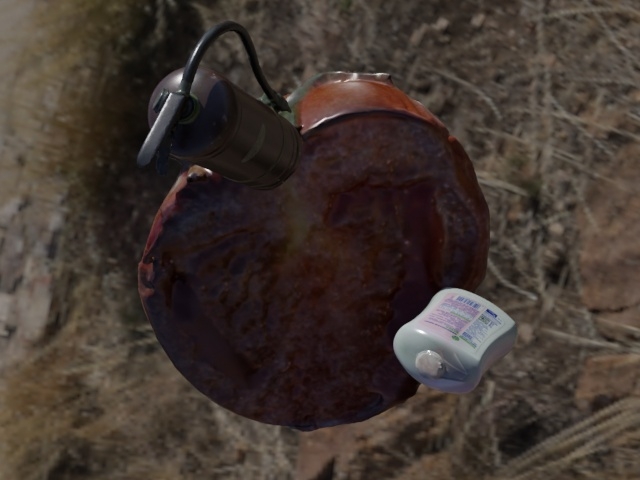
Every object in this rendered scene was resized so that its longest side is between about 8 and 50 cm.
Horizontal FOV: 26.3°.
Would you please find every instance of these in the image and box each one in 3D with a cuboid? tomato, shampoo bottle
[{"bbox_3d":[-0.002,-0.005,1.151,0.309,0.309,0.170,-49,23,24],"label":"tomato"},{"bbox_3d":[0.098,0.076,1.018,0.072,0.099,0.043,28,119,16],"label":"shampoo bottle"}]

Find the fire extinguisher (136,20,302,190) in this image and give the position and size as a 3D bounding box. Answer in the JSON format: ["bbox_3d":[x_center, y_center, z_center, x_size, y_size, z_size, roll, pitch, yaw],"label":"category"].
[{"bbox_3d":[-0.046,-0.062,0.660,0.045,0.157,0.078,18,90,15],"label":"fire extinguisher"}]
